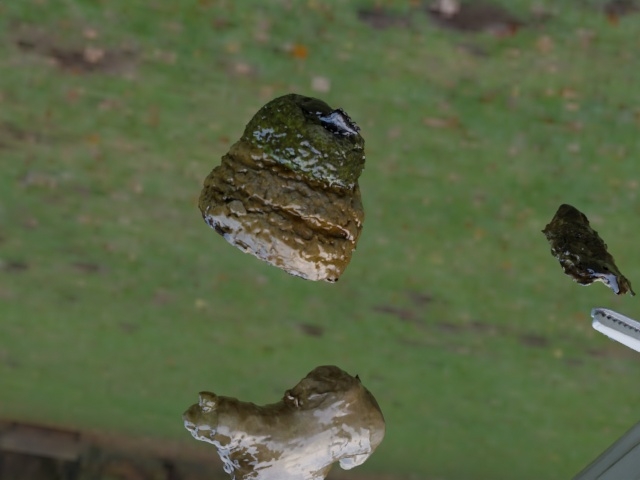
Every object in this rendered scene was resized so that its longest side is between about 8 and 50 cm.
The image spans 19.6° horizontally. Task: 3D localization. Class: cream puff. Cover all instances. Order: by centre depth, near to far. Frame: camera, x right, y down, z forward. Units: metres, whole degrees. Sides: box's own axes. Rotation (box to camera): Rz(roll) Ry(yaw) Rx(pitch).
[{"bbox_3d":[-0.019,-0.068,1.871,0.183,0.169,0.183,25,-166,-7],"label":"cream puff"}]

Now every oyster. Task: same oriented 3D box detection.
[{"bbox_3d":[0.235,0.007,1.659,0.086,0.029,0.132,7,-149,-46],"label":"oyster"}]

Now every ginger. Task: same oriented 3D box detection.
[{"bbox_3d":[-0.039,0.207,1.935,0.213,0.137,0.074,-10,-162,-25],"label":"ginger"}]

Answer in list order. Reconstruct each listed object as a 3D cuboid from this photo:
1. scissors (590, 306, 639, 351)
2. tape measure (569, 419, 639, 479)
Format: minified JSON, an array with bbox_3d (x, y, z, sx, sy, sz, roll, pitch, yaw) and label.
[{"bbox_3d":[0.444,0.138,2.391,0.242,0.030,0.118,26,151,-28],"label":"scissors"},{"bbox_3d":[0.352,0.247,1.701,0.265,0.258,0.130,44,-175,-44],"label":"tape measure"}]
